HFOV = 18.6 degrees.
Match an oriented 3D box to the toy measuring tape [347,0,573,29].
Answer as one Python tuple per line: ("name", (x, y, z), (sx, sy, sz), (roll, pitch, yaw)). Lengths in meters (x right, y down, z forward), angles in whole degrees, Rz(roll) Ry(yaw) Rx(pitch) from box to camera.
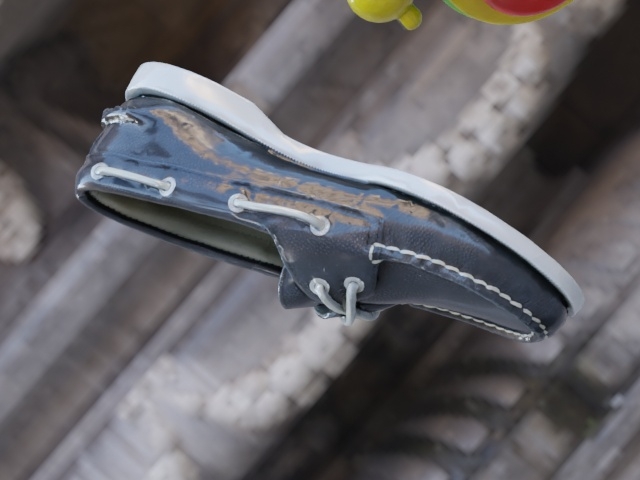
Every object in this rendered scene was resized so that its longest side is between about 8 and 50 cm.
("toy measuring tape", (0.160, -0.214, 1.096), (0.330, 0.121, 0.121), (-33, 5, 13))

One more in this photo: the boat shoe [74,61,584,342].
("boat shoe", (0.000, 0.000, 1.108), (0.091, 0.302, 0.114), (-58, -26, -17))
